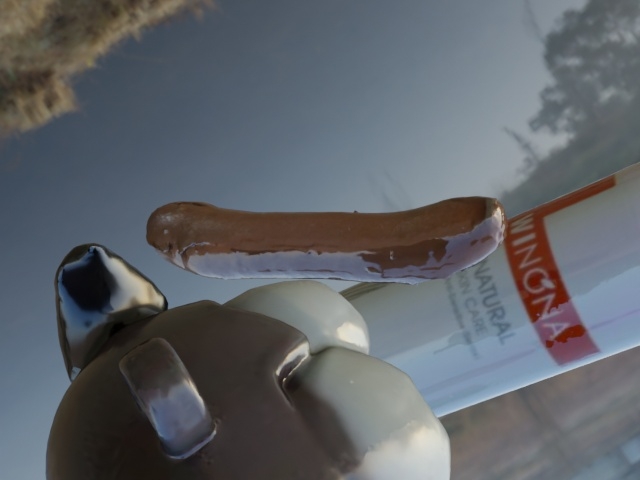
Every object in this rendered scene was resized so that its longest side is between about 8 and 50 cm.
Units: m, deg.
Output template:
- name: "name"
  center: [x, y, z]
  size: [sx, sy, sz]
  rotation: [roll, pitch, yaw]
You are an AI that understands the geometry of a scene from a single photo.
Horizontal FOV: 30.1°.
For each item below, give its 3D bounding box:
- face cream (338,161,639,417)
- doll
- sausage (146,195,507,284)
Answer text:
- name: "face cream"
  center: [0.145, 0.026, 0.710]
  size: [0.345, 0.102, 0.102]
  rotation: [-25, 170, 21]
- name: "doll"
  center: [-0.017, 0.112, 0.410]
  size: [0.117, 0.182, 0.257]
  rotation: [-28, 139, -18]
- name: "sausage"
  center: [0.000, 0.000, 0.593]
  size: [0.186, 0.043, 0.043]
  rotation: [0, 178, 21]
